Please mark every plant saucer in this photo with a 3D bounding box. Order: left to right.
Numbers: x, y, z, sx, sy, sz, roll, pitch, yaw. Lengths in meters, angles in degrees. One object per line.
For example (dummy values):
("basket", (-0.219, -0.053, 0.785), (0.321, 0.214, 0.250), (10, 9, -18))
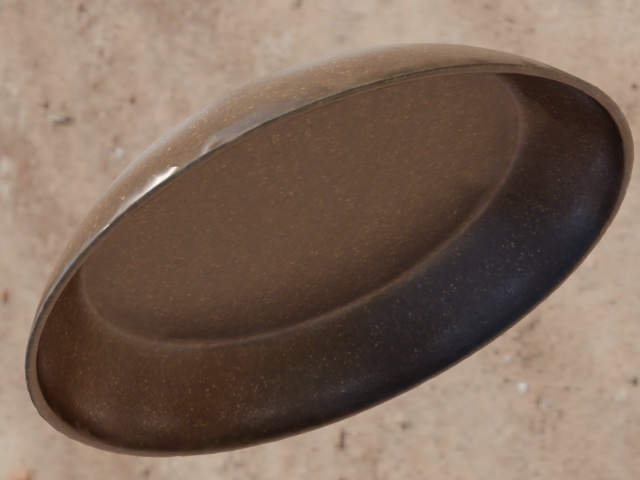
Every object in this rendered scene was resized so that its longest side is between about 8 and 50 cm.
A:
("plant saucer", (0.000, 0.000, 0.553), (0.198, 0.199, 0.036), (-47, 55, 36))
